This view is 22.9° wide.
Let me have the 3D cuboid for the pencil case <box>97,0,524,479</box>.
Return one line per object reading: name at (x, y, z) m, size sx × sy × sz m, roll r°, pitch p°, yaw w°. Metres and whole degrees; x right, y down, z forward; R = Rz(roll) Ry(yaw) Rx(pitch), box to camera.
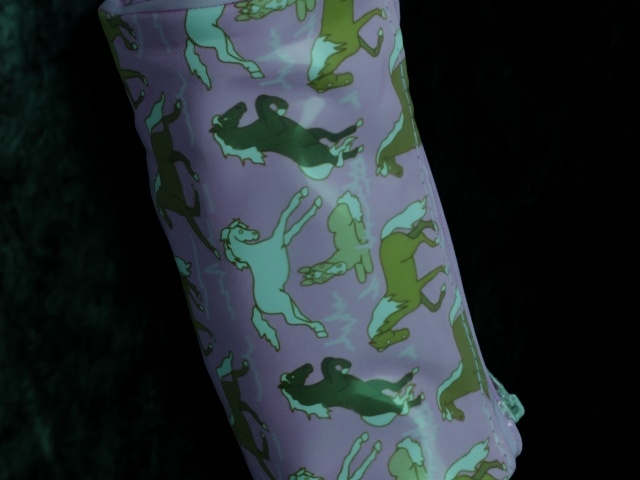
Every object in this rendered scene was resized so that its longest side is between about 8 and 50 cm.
pencil case at (0.000, 0.000, 0.947) m, size 0.167 × 0.160 × 0.386 m, roll -33°, pitch 115°, yaw -34°
